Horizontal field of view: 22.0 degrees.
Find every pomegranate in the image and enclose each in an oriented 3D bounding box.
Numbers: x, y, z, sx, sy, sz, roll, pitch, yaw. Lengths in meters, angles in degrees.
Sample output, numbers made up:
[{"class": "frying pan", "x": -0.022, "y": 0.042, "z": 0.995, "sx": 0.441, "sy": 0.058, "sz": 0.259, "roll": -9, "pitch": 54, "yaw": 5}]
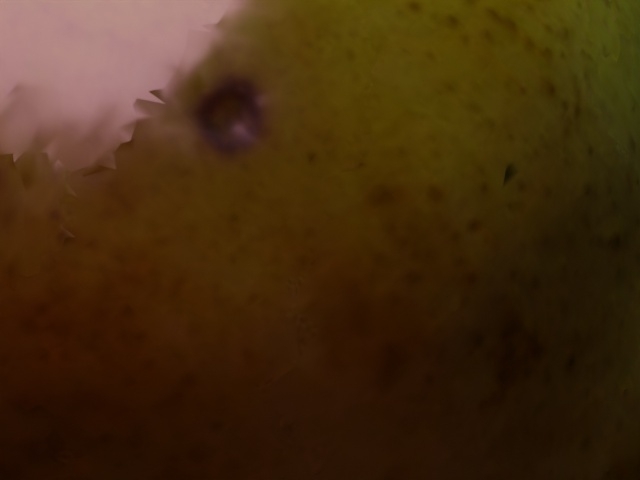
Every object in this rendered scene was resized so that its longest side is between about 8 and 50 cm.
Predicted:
[{"class": "pomegranate", "x": -0.033, "y": 0.019, "z": 0.627, "sx": 0.416, "sy": 0.417, "sz": 0.417, "roll": -17, "pitch": 27, "yaw": 9}]
